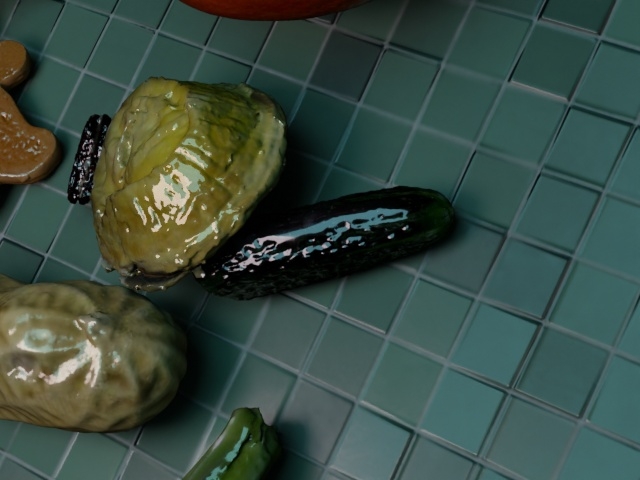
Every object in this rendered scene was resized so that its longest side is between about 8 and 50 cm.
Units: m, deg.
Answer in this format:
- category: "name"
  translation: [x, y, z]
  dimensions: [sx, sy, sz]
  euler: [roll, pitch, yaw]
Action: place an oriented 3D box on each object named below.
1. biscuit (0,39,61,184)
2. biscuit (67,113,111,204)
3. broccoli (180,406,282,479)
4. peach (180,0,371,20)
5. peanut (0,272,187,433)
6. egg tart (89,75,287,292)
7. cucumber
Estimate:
- category: "biscuit"
  translation: [-0.369, -0.143, 1.426]
  dimensions: [0.165, 0.036, 0.250]
  euler: [-28, 69, -6]
- category: "biscuit"
  translation: [-0.225, -0.078, 1.339]
  dimensions: [0.089, 0.027, 0.087]
  euler: [-88, 18, -48]
- category: "broccoli"
  translation: [-0.136, 0.278, 1.172]
  dimensions: [0.198, 0.177, 0.275]
  euler: [-32, 25, 49]
- category: "peach"
  translation: [-0.037, -0.367, 1.195]
  dimensions: [0.370, 0.370, 0.370]
  euler: [-8, 71, 22]
- category: "peanut"
  translation: [-0.271, 0.095, 1.259]
  dimensions: [0.325, 0.153, 0.140]
  euler: [10, 73, 20]
- category: "egg tart"
  translation: [-0.135, -0.070, 1.247]
  dimensions: [0.232, 0.098, 0.252]
  euler: [-33, 38, 24]
- category: "cucumber"
  translation: [0.001, 0.000, 1.211]
  dimensions: [0.241, 0.074, 0.074]
  euler: [-14, 68, 19]
